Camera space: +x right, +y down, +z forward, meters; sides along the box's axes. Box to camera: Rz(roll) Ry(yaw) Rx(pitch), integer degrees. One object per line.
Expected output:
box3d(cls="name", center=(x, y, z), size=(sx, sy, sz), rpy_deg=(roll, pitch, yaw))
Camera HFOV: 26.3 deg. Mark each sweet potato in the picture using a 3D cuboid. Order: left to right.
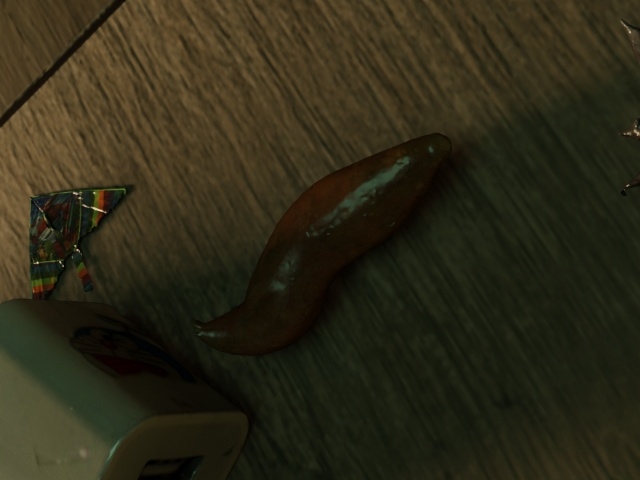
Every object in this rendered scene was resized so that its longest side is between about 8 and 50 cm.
box3d(cls="sweet potato", center=(0.002, 0.001, 0.806), size=(0.055, 0.058, 0.202), rpy_deg=(36, 116, -15))

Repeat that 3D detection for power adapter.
box3d(cls="power adapter", center=(-0.169, 0.104, 0.857), size=(0.205, 0.130, 0.125), rpy_deg=(34, 104, 28))

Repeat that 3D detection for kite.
box3d(cls="kite", center=(-0.177, -0.002, 0.944), size=(0.122, 0.004, 0.090), rpy_deg=(-47, 63, 20))

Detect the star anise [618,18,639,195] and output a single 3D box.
box3d(cls="star anise", center=(0.194, -0.066, 0.686), size=(0.124, 0.056, 0.129), rpy_deg=(-46, 65, 22))
